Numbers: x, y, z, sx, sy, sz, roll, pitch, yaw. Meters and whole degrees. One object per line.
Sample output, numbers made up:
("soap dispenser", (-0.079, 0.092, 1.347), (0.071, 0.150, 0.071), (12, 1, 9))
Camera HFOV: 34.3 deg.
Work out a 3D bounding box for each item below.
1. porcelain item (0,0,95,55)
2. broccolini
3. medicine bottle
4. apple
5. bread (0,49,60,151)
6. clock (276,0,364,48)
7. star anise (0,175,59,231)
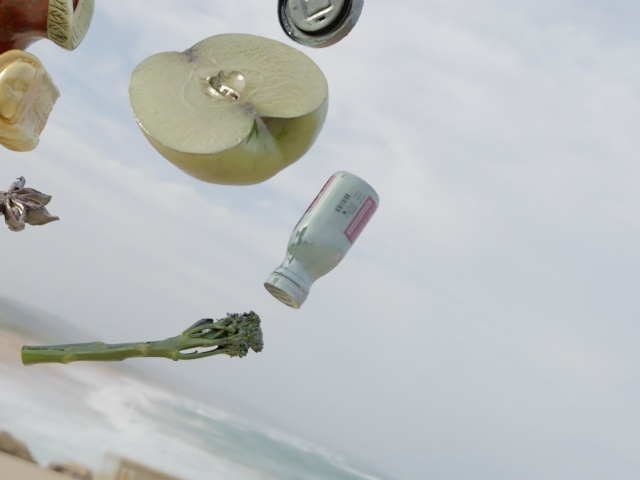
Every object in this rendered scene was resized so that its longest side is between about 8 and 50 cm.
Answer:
("porcelain item", (-0.453, -0.341, 1.498), (0.253, 0.253, 0.253), (20, -11, 4))
("broccolini", (-0.282, 0.163, 1.681), (0.392, 0.078, 0.074), (-1, -20, -18))
("medicine bottle", (0.000, 0.000, 1.589), (0.090, 0.216, 0.090), (32, -18, 12))
("apple", (-0.184, -0.277, 2.059), (0.320, 0.311, 0.360), (20, 19, -48))
("bread", (-0.419, -0.196, 1.431), (0.084, 0.119, 0.177), (26, -13, 0))
("clock", (0.001, -0.538, 2.343), (0.215, 0.215, 0.042), (14, -1, 33))
("star anise", (-0.611, -0.063, 2.042), (0.172, 0.063, 0.208), (32, 25, 23))
